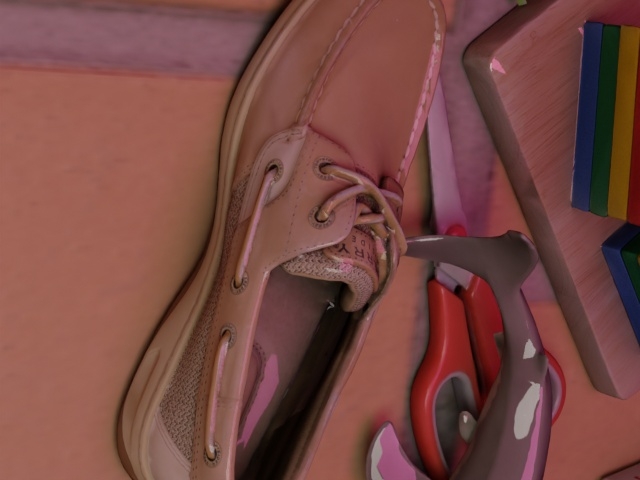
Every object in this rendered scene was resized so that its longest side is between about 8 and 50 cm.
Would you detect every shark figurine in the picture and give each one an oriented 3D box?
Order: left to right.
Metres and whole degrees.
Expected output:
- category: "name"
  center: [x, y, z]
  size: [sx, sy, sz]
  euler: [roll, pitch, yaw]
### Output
- category: "shark figurine"
  center: [0.099, 0.128, 0.956]
  size: [0.166, 0.116, 0.278]
  euler: [12, 103, -31]

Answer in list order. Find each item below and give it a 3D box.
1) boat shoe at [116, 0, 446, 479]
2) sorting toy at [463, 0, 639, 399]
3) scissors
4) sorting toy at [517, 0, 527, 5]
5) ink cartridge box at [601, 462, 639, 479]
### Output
- category: "boat shoe"
  center: [0.000, 0.000, 0.876]
  size: [0.109, 0.098, 0.302]
  euler: [27, 85, -39]
- category: "sorting toy"
  center: [0.240, -0.069, 1.047]
  size: [0.257, 0.089, 0.255]
  euler: [-39, 122, -23]
- category: "scissors"
  center: [0.069, 0.019, 0.983]
  size: [0.109, 0.021, 0.297]
  euler: [-35, 122, -23]
- category: "sorting toy"
  center: [0.098, -0.168, 0.961]
  size: [0.062, 0.012, 0.083]
  euler: [-13, 106, -39]
- category: "ink cartridge box"
  center: [0.300, 0.180, 1.119]
  size: [0.208, 0.153, 0.087]
  euler: [-17, 111, -34]
